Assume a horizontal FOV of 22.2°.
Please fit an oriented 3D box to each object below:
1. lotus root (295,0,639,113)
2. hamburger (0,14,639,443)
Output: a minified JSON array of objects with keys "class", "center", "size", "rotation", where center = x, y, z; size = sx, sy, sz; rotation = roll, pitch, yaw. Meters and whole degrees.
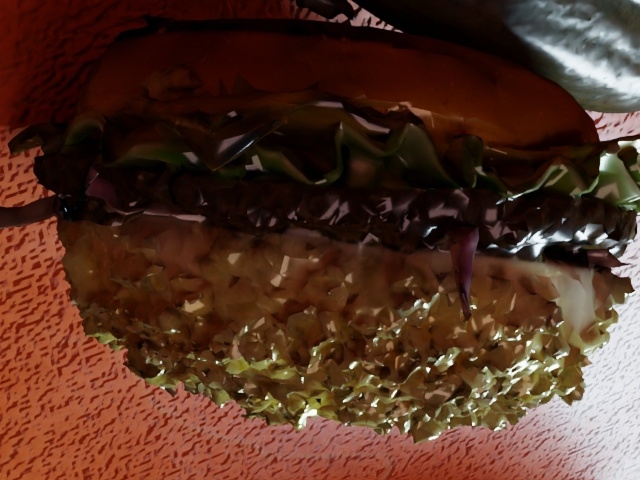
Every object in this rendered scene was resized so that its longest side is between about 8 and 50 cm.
[{"class":"lotus root","center":[0.080,-0.123,0.624],"size":[0.124,0.123,0.241],"rotation":[-41,143,27]},{"class":"hamburger","center":[0.000,0.000,0.606],"size":[0.262,0.243,0.138],"rotation":[9,86,-23]}]
